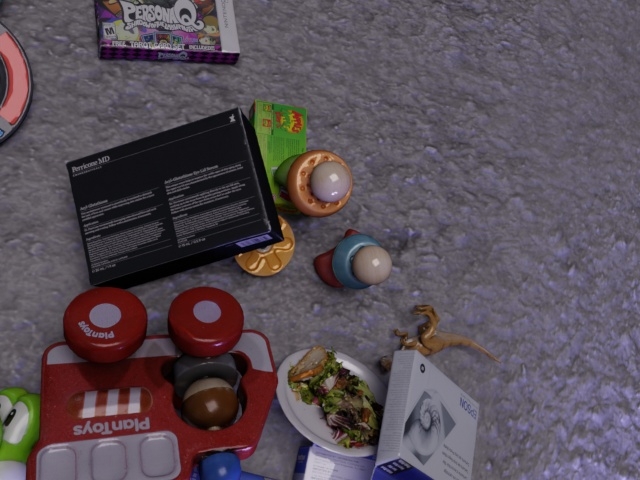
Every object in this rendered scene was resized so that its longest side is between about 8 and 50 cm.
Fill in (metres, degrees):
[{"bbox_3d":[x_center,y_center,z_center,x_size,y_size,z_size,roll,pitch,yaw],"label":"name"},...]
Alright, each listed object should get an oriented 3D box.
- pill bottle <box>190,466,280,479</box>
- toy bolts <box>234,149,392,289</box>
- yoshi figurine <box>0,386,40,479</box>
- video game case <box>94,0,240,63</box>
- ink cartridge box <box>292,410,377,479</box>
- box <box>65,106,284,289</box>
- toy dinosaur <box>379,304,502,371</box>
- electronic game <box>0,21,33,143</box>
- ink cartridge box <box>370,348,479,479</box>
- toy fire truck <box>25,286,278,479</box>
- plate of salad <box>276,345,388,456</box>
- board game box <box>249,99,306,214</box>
[{"bbox_3d":[-0.164,0.363,0.869,0.272,0.152,0.152,20,67,-14],"label":"pill bottle"},{"bbox_3d":[0.000,0.000,1.020,0.218,0.158,0.228,-46,106,-11],"label":"toy bolts"},{"bbox_3d":[-0.454,0.319,0.755,0.203,0.203,0.362,25,63,-5],"label":"yoshi figurine"},{"bbox_3d":[-0.263,-0.403,1.139,0.232,0.042,0.210,-3,73,-21],"label":"video game case"},{"bbox_3d":[0.040,0.424,0.977,0.186,0.065,0.311,18,70,-15],"label":"ink cartridge box"},{"bbox_3d":[-0.204,-0.054,0.956,0.261,0.103,0.184,-16,81,6],"label":"box"},{"bbox_3d":[0.189,0.166,1.127,0.211,0.064,0.112,-9,95,-14],"label":"toy dinosaur"},{"bbox_3d":[-0.532,-0.231,0.956,0.229,0.048,0.229,2,85,-25],"label":"electronic game"},{"bbox_3d":[0.161,0.308,0.998,0.223,0.045,0.224,42,52,-39],"label":"ink cartridge box"},{"bbox_3d":[-0.200,0.205,0.845,0.302,0.169,0.254,1,46,-20],"label":"toy fire truck"},{"bbox_3d":[0.030,0.229,0.997,0.200,0.048,0.200,19,32,-13],"label":"plate of salad"},{"bbox_3d":[-0.073,-0.139,1.125,0.092,0.043,0.181,6,72,-20],"label":"board game box"}]
